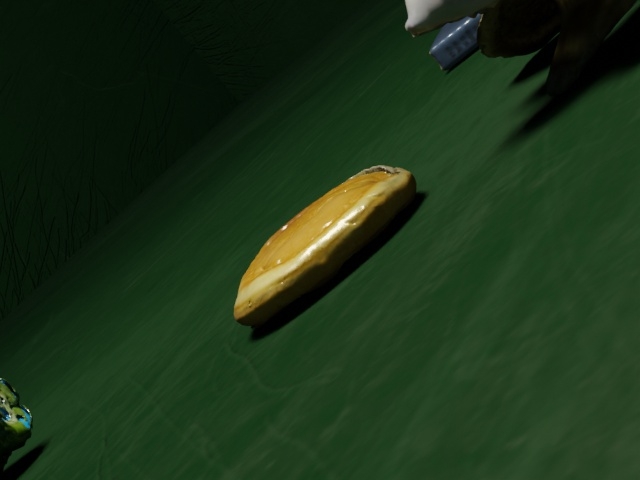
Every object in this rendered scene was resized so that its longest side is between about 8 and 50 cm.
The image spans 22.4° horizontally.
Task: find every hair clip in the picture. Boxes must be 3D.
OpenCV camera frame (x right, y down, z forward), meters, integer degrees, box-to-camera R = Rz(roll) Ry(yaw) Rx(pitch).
[{"bbox_3d":[0.152,-0.145,0.700,0.257,0.075,0.146,-37,2,-10],"label":"hair clip"}]

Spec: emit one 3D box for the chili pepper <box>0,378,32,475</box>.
[{"bbox_3d":[-0.259,0.163,0.939,0.224,0.061,0.098,-41,12,6],"label":"chili pepper"}]

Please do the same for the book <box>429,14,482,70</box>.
[{"bbox_3d":[0.196,-0.226,1.116,0.269,0.025,0.191,-37,9,23],"label":"book"}]

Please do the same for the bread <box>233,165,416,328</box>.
[{"bbox_3d":[0.000,0.000,0.739,0.110,0.024,0.110,-40,6,5],"label":"bread"}]

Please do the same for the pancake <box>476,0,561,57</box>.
[{"bbox_3d":[0.119,-0.133,0.811,0.115,0.011,0.115,-33,-24,-17],"label":"pancake"}]
